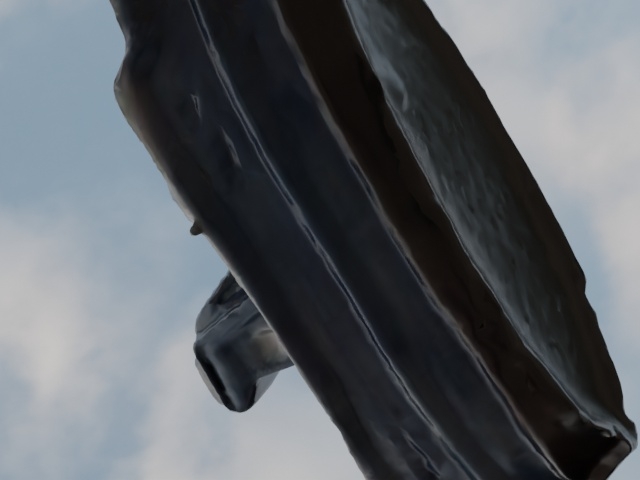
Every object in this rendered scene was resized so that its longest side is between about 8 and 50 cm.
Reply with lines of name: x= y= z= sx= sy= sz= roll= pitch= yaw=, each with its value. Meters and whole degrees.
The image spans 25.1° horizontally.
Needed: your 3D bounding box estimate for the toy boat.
toy boat: x=0.000 y=0.000 z=0.533 sx=0.309 sy=0.142 sz=0.129 roll=57 pitch=-151 yaw=-14
